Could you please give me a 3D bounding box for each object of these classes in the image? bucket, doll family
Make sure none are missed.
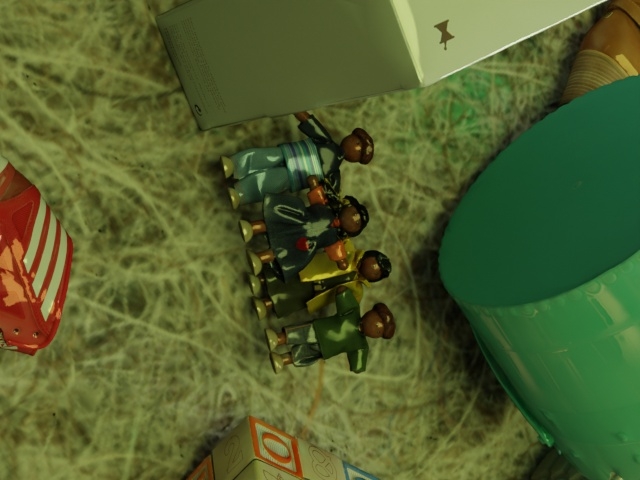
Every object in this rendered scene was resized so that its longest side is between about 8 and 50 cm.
[{"bbox_3d":[0.235,0.020,0.845,0.281,0.281,0.183,-50,115,-19],"label":"bucket"},{"bbox_3d":[0.000,0.000,0.809,0.111,0.076,0.192,-15,112,-9],"label":"doll family"}]

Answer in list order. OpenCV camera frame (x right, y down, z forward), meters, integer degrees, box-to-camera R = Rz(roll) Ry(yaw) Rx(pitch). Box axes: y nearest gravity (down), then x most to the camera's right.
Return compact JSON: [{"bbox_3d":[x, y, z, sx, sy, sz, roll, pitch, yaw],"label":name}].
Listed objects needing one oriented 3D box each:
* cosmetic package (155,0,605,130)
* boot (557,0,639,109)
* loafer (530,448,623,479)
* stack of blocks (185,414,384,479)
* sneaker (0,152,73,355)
[{"bbox_3d":[0.116,-0.192,0.754,0.377,0.284,0.097,-28,106,-26],"label":"cosmetic package"},{"bbox_3d":[0.302,-0.124,0.988,0.197,0.073,0.152,40,69,-28],"label":"boot"},{"bbox_3d":[0.279,0.183,0.964,0.319,0.112,0.111,-43,103,-22],"label":"loafer"},{"bbox_3d":[0.011,0.267,0.711,0.171,0.297,0.087,31,113,-28],"label":"stack of blocks"},{"bbox_3d":[-0.234,0.053,0.680,0.221,0.087,0.128,-48,112,-18],"label":"sneaker"}]
